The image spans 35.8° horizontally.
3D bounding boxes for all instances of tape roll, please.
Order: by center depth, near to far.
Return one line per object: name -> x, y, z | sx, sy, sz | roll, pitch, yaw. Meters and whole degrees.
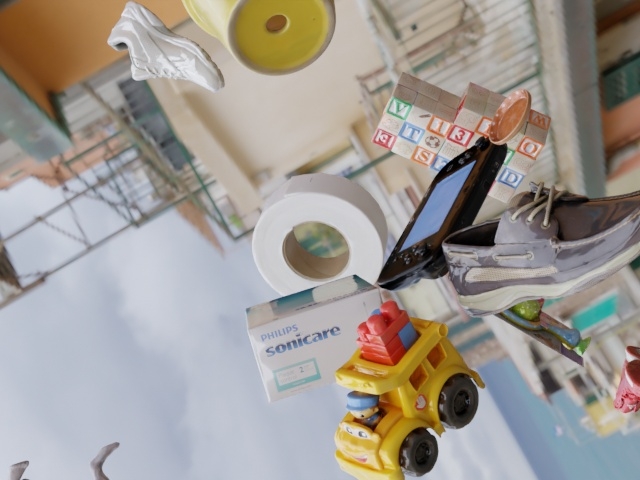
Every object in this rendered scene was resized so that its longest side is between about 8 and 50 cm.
tape roll -> 0.000, 0.000, 2.122 | 0.286, 0.286, 0.100 | 59, -157, -21

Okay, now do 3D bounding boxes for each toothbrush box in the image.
toothbrush box -> -0.006, 0.154, 1.647 | 0.295, 0.217, 0.126 | -168, 61, -84

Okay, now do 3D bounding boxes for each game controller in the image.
game controller -> 0.196, -0.046, 1.582 | 0.067, 0.166, 0.319 | 49, -131, -19

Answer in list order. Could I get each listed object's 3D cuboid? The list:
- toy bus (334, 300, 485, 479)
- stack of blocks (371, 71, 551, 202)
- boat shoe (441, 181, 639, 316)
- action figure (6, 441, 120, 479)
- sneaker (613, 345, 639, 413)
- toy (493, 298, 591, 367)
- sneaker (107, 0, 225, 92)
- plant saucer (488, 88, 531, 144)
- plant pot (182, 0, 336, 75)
toy bus -> 0.095, 0.197, 1.366 | 0.150, 0.220, 0.211 | 9, 136, 48
stack of blocks -> 0.269, -0.213, 1.910 | 0.171, 0.297, 0.087 | 114, 180, -47
boat shoe -> 0.286, -0.001, 1.287 | 0.130, 0.355, 0.132 | 54, -133, -8
action figure -> -0.315, 0.479, 1.487 | 0.330, 0.179, 0.341 | 67, -163, 16
sneaker -> 0.633, 0.300, 1.960 | 0.221, 0.087, 0.128 | -32, -48, -68
toy -> 0.366, 0.117, 1.717 | 0.237, 0.056, 0.137 | 35, -158, 1
sneaker -> -0.277, -0.318, 1.759 | 0.232, 0.115, 0.090 | 36, 177, 10
plant saucer -> 0.261, -0.167, 1.350 | 0.013, 0.083, 0.083 | 27, -163, -19
plant pot -> -0.085, -0.381, 1.491 | 0.254, 0.254, 0.239 | 57, -171, -44
